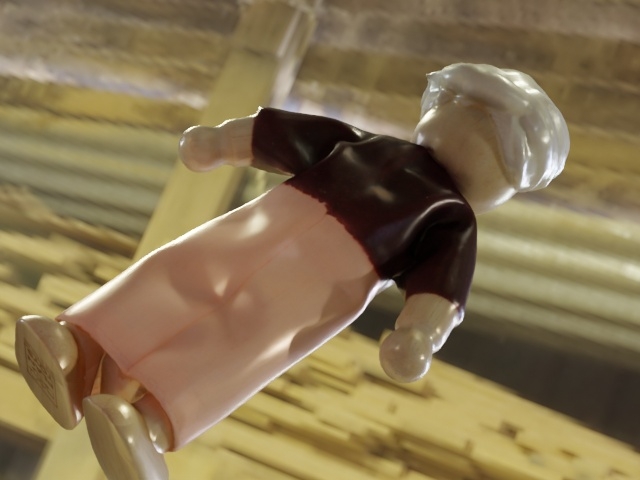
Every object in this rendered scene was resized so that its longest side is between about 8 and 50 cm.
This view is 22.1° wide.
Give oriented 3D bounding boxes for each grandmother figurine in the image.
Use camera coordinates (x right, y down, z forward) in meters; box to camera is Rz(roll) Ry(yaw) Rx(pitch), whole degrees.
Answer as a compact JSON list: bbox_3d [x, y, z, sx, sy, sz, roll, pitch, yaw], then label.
[{"bbox_3d":[0.000,0.000,0.907,0.208,0.342,0.104,49,-26,19],"label":"grandmother figurine"}]
